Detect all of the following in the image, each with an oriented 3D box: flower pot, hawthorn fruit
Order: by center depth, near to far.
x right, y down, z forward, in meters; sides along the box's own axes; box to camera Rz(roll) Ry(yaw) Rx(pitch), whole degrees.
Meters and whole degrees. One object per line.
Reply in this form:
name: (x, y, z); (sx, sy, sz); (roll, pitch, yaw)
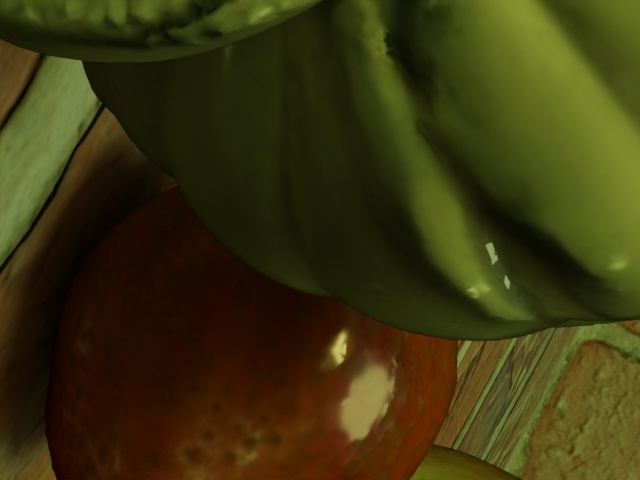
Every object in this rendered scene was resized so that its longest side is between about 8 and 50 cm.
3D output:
flower pot: (0.026, -0.131, 0.495); (0.244, 0.307, 0.307); (17, 99, -57)
hawthorn fruit: (-0.036, 0.059, 0.809); (0.189, 0.189, 0.189); (-57, 164, -27)

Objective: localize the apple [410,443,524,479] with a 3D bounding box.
apple: (0.033, 0.278, 1.139); (0.338, 0.338, 0.305); (-60, 145, -15)
